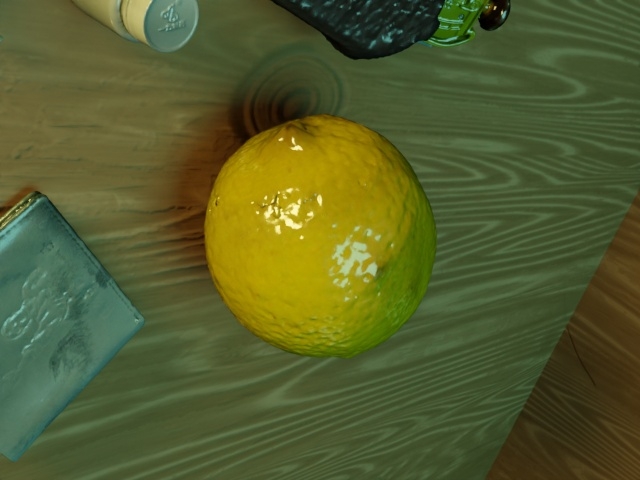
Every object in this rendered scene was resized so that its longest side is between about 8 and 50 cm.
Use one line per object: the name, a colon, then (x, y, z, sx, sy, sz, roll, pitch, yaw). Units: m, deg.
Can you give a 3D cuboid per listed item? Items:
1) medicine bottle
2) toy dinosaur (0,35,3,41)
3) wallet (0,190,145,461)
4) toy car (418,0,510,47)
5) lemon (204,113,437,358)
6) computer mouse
medicine bottle: (-0.184, -0.240, 0.825, 0.080, 0.130, 0.080, -33, 142, -30)
toy dinosaur: (-0.343, -0.263, 0.693, 0.212, 0.057, 0.143, 16, 87, -68)
wallet: (-0.358, 0.107, 0.996, 0.251, 0.054, 0.290, -46, 142, -20)
toy car: (0.182, -0.396, 1.135, 0.200, 0.142, 0.248, 15, 128, -33)
lemon: (0.000, -0.001, 1.116, 0.336, 0.336, 0.336, -32, 141, -30)
computer mouse: (0.020, -0.335, 0.982, 0.183, 0.116, 0.323, -43, 137, 21)
